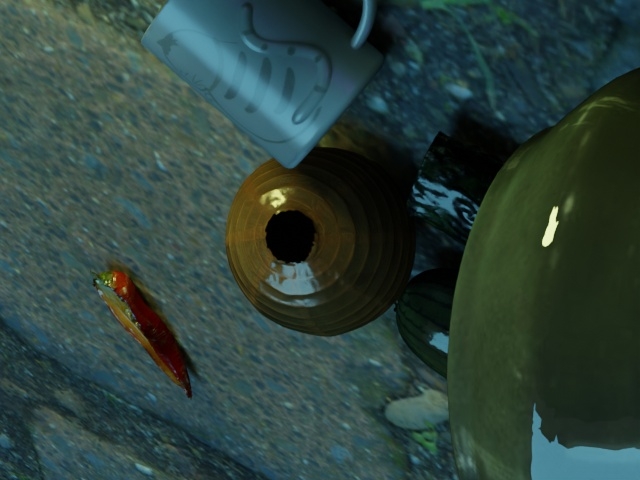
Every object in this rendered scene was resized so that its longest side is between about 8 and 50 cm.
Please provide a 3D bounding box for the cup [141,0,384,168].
[{"bbox_3d":[-0.031,-0.130,1.097,0.133,0.099,0.136,42,151,-3],"label":"cup"}]

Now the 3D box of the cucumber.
[{"bbox_3d":[0.189,0.026,1.103,0.293,0.067,0.067,31,150,6],"label":"cucumber"}]

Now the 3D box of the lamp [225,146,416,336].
[{"bbox_3d":[0.000,0.000,1.207,0.136,0.136,0.136,28,149,19],"label":"lamp"}]

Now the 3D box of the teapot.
[{"bbox_3d":[0.293,0.080,0.876,0.362,0.305,0.376,6,165,34],"label":"teapot"}]

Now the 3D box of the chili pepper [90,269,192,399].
[{"bbox_3d":[-0.160,0.084,1.610,0.045,0.027,0.178,6,137,50],"label":"chili pepper"}]

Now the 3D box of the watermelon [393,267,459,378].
[{"bbox_3d":[0.102,0.062,1.238,0.111,0.078,0.078,35,150,11],"label":"watermelon"}]
